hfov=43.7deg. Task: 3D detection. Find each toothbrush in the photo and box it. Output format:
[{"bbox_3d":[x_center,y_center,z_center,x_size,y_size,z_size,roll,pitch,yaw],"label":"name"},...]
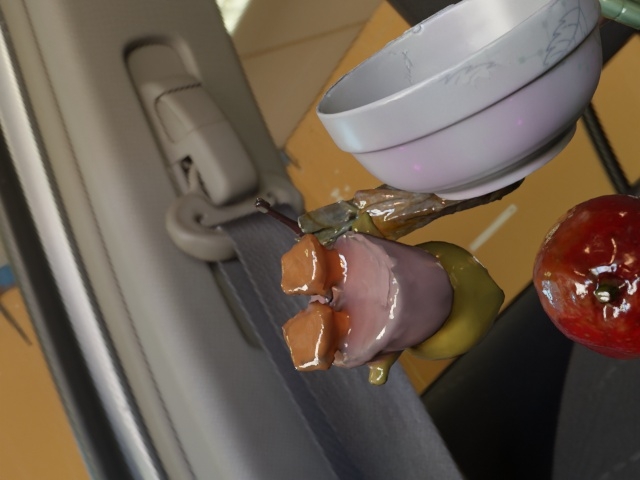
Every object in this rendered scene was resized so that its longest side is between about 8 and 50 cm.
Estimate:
[{"bbox_3d":[0.000,0.001,1.720,0.364,0.041,0.041,30,-63,-32],"label":"toothbrush"}]

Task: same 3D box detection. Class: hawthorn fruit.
[{"bbox_3d":[0.454,0.056,1.228,0.265,0.265,0.307,-46,-20,27],"label":"hawthorn fruit"}]

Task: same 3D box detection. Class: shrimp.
[{"bbox_3d":[0.119,-0.046,1.008,0.317,0.077,0.168,-20,4,-20],"label":"shrimp"}]

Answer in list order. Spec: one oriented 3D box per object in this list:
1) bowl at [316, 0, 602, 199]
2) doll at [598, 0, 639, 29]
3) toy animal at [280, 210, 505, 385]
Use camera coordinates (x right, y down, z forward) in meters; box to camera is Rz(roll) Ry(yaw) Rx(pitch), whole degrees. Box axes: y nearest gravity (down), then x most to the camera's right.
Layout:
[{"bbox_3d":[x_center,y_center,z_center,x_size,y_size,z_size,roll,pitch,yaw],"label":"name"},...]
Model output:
[{"bbox_3d":[0.151,-0.142,0.792,0.287,0.144,0.287,-28,20,11],"label":"bowl"},{"bbox_3d":[0.371,-0.401,1.099,0.216,0.268,0.284,-61,-2,41],"label":"doll"},{"bbox_3d":[0.098,0.066,0.916,0.169,0.195,0.281,-12,-14,40],"label":"toy animal"}]
